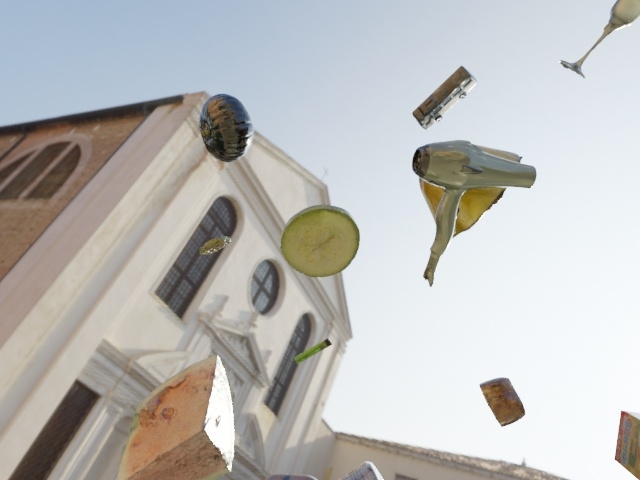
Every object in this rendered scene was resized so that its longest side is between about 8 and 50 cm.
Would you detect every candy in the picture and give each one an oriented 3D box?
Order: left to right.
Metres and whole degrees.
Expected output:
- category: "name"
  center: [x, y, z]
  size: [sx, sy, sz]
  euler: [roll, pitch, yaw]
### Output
- category: "candy"
  center: [0.355, 0.225, 0.519]
  size: [0.038, 0.062, 0.122]
  euler: [9, -1, 7]

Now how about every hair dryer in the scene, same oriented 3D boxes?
- category: "hair dryer"
  center: [0.290, -0.061, 0.928]
  size: [0.229, 0.092, 0.267]
  euler: [-11, -71, -7]

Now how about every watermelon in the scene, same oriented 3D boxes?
- category: "watermelon"
  center: [-0.304, 0.422, 1.094]
  size: [0.176, 0.260, 0.256]
  euler: [104, -38, -80]

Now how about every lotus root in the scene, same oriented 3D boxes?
- category: "lotus root"
  center: [0.468, 0.413, 1.288]
  size: [0.081, 0.122, 0.112]
  euler: [-25, -44, 6]

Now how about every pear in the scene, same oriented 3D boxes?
- category: "pear"
  center: [0.294, -0.137, 1.088]
  size: [0.178, 0.267, 0.267]
  euler: [42, -35, 2]

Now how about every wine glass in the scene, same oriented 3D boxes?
- category: "wine glass"
  center: [0.625, -0.466, 1.045]
  size: [0.074, 0.074, 0.262]
  euler: [33, -67, -13]

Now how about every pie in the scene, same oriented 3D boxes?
- category: "pie"
  center: [-0.262, 0.013, 1.242]
  size: [0.084, 0.084, 0.020]
  euler: [-37, -104, 52]

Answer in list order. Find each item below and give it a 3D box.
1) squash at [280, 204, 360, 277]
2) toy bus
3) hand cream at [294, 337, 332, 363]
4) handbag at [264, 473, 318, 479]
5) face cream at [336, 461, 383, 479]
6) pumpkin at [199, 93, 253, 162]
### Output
- category: "squash"
  center: [0.000, 0.003, 1.352]
  size: [0.219, 0.041, 0.219]
  euler: [-4, -56, -5]
- category: "toy bus"
  center: [0.295, -0.341, 1.199]
  size: [0.166, 0.047, 0.065]
  euler: [-43, -26, 25]
- category: "hand cream"
  center: [-0.023, 0.335, 1.517]
  size: [0.122, 0.023, 0.036]
  euler: [-30, -50, -1]
- category: "handbag"
  center: [-0.035, 0.826, 1.431]
  size: [0.283, 0.149, 0.301]
  euler: [-19, -82, 28]
- category: "face cream"
  center: [0.068, 0.495, 0.852]
  size: [0.177, 0.153, 0.177]
  euler: [57, -5, 8]
- category: "pumpkin"
  center: [-0.279, -0.325, 1.451]
  size: [0.202, 0.140, 0.202]
  euler: [34, -49, 52]
